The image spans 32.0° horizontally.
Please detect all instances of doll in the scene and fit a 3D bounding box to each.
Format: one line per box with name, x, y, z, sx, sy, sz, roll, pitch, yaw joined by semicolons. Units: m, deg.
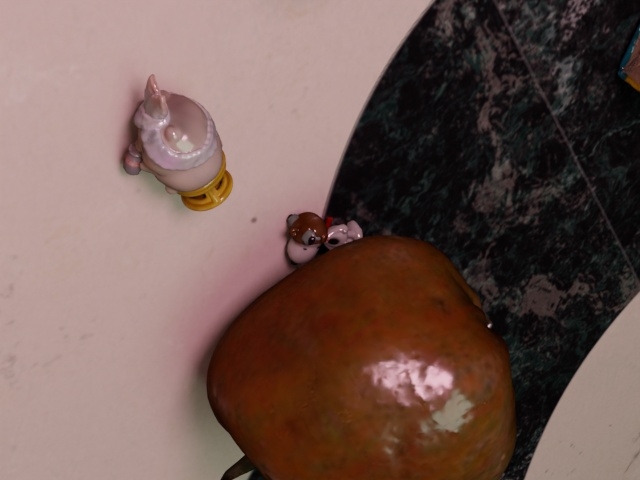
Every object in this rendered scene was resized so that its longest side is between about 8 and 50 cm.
doll;0.004;-0.005;1.061;0.085;0.040;0.058;-16;142;-27
doll;-0.121;-0.075;0.881;0.084;0.073;0.127;-15;140;10

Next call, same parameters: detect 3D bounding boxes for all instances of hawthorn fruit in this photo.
hawthorn fruit;0.025;0.141;1.028;0.301;0.268;0.267;-29;137;-3

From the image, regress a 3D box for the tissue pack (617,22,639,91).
tissue pack;0.480;-0.225;1.234;0.271;0.134;0.192;-1;121;-40
